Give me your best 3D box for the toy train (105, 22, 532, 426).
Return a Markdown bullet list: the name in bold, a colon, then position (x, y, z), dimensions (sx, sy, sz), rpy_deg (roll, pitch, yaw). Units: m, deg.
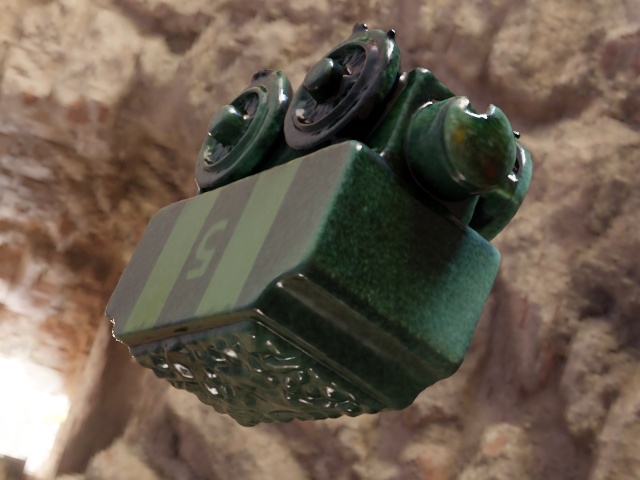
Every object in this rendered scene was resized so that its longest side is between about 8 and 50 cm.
- **toy train**: position (0.000, 0.000, 0.854), dimensions (0.299, 0.167, 0.238), rpy_deg (-15, -135, 56)
